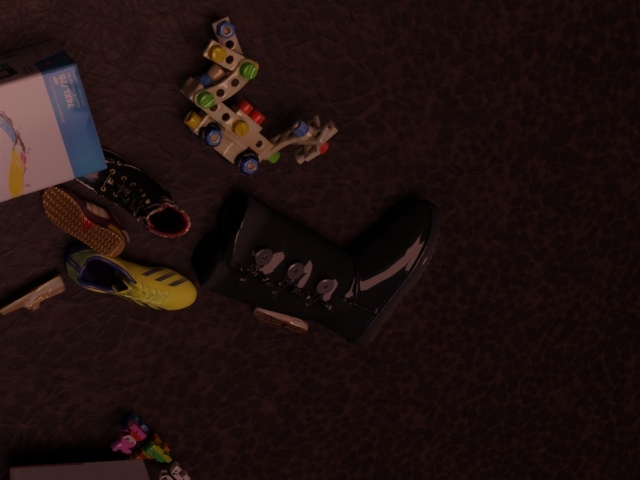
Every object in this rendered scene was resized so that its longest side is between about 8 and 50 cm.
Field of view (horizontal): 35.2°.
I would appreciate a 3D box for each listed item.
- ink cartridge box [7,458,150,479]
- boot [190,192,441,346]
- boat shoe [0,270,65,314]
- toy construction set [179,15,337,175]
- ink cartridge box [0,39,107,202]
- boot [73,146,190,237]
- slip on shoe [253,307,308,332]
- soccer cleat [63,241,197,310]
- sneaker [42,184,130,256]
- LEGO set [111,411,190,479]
[{"bbox_3d":[-0.518,0.646,2.077,0.279,0.160,0.384,2,124,-27],"label":"ink cartridge box"},{"bbox_3d":[-0.001,0.002,2.121,0.445,0.146,0.367,26,97,-28],"label":"boot"},{"bbox_3d":[-0.552,0.111,1.935,0.135,0.050,0.045,-29,116,-12],"label":"boat shoe"},{"bbox_3d":[-0.135,-0.250,1.938,0.328,0.151,0.215,38,91,-23],"label":"toy construction set"},{"bbox_3d":[-0.538,-0.196,1.720,0.270,0.198,0.197,-21,120,-18],"label":"ink cartridge box"},{"bbox_3d":[-0.357,-0.092,1.866,0.236,0.178,0.085,26,99,-33],"label":"boot"},{"bbox_3d":[-0.085,0.162,2.199,0.135,0.051,0.041,21,61,-24],"label":"slip on shoe"},{"bbox_3d":[-0.366,0.087,1.975,0.289,0.121,0.093,23,100,-32],"label":"soccer cleat"},{"bbox_3d":[-0.445,-0.043,1.919,0.185,0.084,0.069,41,108,-9],"label":"sneaker"},{"bbox_3d":[-0.384,0.455,2.154,0.093,0.087,0.227,-37,129,-4],"label":"LEGO set"}]
